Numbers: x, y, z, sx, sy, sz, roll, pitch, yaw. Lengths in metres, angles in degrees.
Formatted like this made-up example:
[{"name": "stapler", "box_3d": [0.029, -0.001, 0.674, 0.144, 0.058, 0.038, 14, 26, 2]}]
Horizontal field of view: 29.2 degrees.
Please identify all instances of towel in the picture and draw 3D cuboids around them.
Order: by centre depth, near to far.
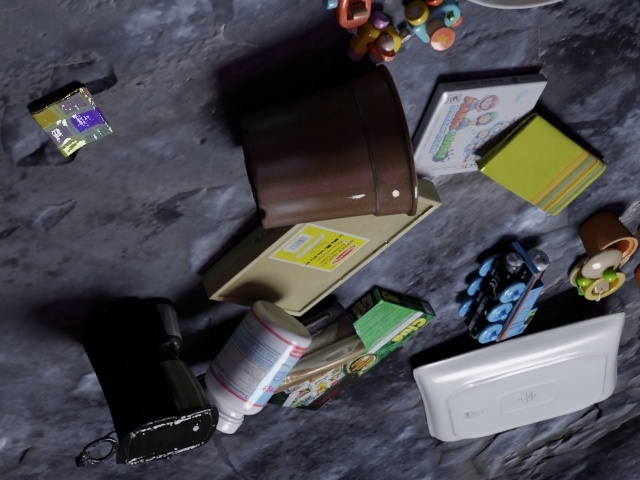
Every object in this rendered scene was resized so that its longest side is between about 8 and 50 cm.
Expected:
[{"name": "towel", "box_3d": [-0.247, -0.118, 1.223, 0.060, 0.009, 0.083, -25, 148, -1]}, {"name": "towel", "box_3d": [0.288, -0.097, 1.584, 0.102, 0.021, 0.237, -45, 148, 16]}]

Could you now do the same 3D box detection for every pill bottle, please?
[{"name": "pill bottle", "box_3d": [-0.089, 0.162, 1.549, 0.087, 0.087, 0.160, 24, 105, -50]}]

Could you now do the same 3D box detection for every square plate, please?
[{"name": "square plate", "box_3d": [0.340, 0.245, 2.049, 0.344, 0.049, 0.347, -16, 151, 2]}]

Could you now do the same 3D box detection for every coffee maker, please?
[{"name": "coffee maker", "box_3d": [-0.228, 0.169, 1.494, 0.171, 0.178, 0.120, 5, 135, -41]}]

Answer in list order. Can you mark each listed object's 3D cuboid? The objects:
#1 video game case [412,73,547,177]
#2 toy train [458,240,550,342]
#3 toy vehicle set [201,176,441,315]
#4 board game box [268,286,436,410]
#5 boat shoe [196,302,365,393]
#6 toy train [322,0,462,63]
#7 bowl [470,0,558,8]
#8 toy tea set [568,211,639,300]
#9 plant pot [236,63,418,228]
[{"name": "video game case", "box_3d": [0.182, -0.136, 1.474, 0.143, 0.019, 0.157, -8, 145, -24]}, {"name": "toy train", "box_3d": [0.272, 0.076, 1.795, 0.105, 0.080, 0.184, -17, 146, -29]}, {"name": "toy vehicle set", "box_3d": [0.000, 0.000, 1.517, 0.267, 0.035, 0.166, -39, 146, 29]}, {"name": "board game box", "box_3d": [0.035, 0.165, 1.806, 0.260, 0.030, 0.136, -41, 142, 24]}, {"name": "boat shoe", "box_3d": [-0.083, 0.163, 1.666, 0.285, 0.092, 0.103, -19, 166, -10]}, {"name": "toy train", "box_3d": [0.083, -0.228, 1.249, 0.166, 0.046, 0.125, -14, 147, -17]}, {"name": "bowl", "box_3d": [0.198, -0.354, 1.061, 0.298, 0.134, 0.298, -18, 147, -12]}, {"name": "toy tea set", "box_3d": [0.506, 0.053, 1.866, 0.336, 0.124, 0.200, 0, 140, -34]}, {"name": "plant pot", "box_3d": [0.004, -0.089, 1.304, 0.165, 0.167, 0.167, -13, 147, -5]}]
